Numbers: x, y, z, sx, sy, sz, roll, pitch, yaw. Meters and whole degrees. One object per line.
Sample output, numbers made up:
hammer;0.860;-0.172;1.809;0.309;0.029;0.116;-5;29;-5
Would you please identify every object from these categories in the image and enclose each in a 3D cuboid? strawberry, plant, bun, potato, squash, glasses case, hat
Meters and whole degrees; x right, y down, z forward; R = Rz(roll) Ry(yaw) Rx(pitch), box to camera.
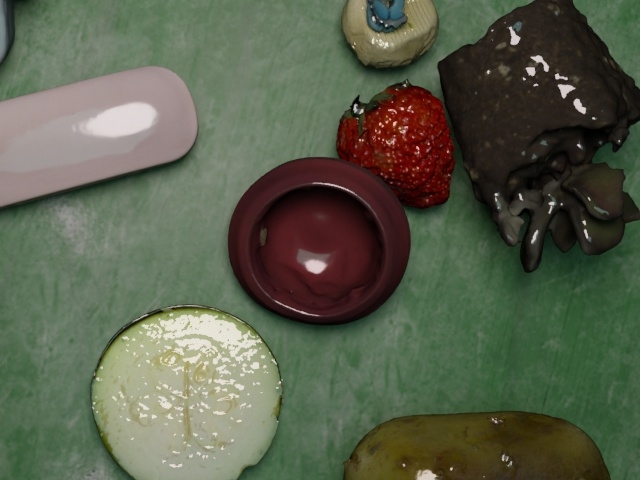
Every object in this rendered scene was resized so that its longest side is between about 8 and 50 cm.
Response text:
strawberry;0.087;-0.102;1.058;0.131;0.131;0.148;-16;93;-8
plant;0.260;-0.119;1.030;0.189;0.199;0.276;-25;88;34
bun;0.079;-0.250;1.084;0.115;0.069;0.115;4;69;-9
potato;0.176;0.288;1.033;0.308;0.173;0.210;-9;88;-5
squash;-0.150;0.179;1.061;0.219;0.041;0.219;1;84;-7
glasses case;-0.283;-0.112;1.028;0.297;0.075;0.113;-16;92;-7
hat;0.000;0.000;1.052;0.206;0.089;0.205;1;104;4

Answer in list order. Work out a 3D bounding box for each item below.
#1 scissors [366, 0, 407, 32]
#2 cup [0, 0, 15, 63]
scissors;0.095;-0.419;1.080;0.180;0.032;0.392;8;76;-8
cup;-0.440;-0.348;0.923;0.311;0.257;0.331;1;87;-9
